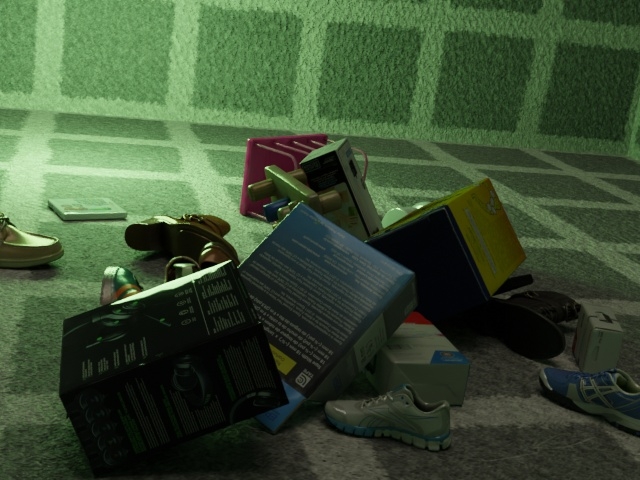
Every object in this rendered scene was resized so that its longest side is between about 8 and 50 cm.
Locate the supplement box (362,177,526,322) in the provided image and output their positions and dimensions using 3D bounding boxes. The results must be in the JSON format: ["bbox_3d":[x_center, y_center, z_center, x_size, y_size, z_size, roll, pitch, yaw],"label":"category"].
[{"bbox_3d":[0.252,0.021,1.913,0.194,0.195,0.356,-24,1,26],"label":"supplement box"}]

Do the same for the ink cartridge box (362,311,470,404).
[{"bbox_3d":[0.140,0.191,1.602,0.134,0.078,0.231,3,16,-16],"label":"ink cartridge box"}]

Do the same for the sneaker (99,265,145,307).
[{"bbox_3d":[-0.305,0.135,1.577,0.121,0.108,0.302,4,24,-12],"label":"sneaker"}]

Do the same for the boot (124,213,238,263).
[{"bbox_3d":[-0.256,0.002,2.092,0.284,0.109,0.220,7,10,28],"label":"boot"}]

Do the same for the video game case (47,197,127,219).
[{"bbox_3d":[-0.572,-0.078,2.350,0.157,0.019,0.143,-3,18,-31],"label":"video game case"}]

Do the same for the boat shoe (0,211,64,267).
[{"bbox_3d":[-0.669,-0.011,1.927,0.302,0.098,0.109,7,16,-1],"label":"boat shoe"}]

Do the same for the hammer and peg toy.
[{"bbox_3d":[-0.015,0.003,1.865,0.127,0.265,0.361,-19,23,-17],"label":"hammer and peg toy"}]

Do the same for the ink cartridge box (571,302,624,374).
[{"bbox_3d":[0.504,0.183,1.748,0.056,0.099,0.135,9,17,3],"label":"ink cartridge box"}]

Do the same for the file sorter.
[{"bbox_3d":[-0.038,-0.157,2.528,0.182,0.202,0.291,22,21,38],"label":"file sorter"}]

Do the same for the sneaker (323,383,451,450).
[{"bbox_3d":[0.100,0.243,1.397,0.191,0.082,0.071,8,17,8],"label":"sneaker"}]

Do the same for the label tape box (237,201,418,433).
[{"bbox_3d":[-0.042,0.131,1.508,0.241,0.106,0.333,33,67,26],"label":"label tape box"}]

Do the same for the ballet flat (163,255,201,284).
[{"bbox_3d":[-0.238,0.104,1.694,0.108,0.106,0.316,1,17,-17],"label":"ballet flat"}]

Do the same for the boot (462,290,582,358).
[{"bbox_3d":[0.433,0.145,1.868,0.229,0.091,0.263,-5,18,-35],"label":"boot"}]

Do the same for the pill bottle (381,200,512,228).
[{"bbox_3d":[0.292,-0.013,2.233,0.283,0.161,0.161,-3,19,-32],"label":"pill bottle"}]

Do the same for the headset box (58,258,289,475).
[{"bbox_3d":[-0.213,0.165,1.296,0.283,0.131,0.246,-20,21,-8],"label":"headset box"}]

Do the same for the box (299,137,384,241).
[{"bbox_3d":[0.061,-0.063,2.074,0.087,0.289,0.169,-20,9,14],"label":"box"}]

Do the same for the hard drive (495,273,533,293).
[{"bbox_3d":[0.360,0.101,1.979,0.135,0.022,0.094,-22,-11,37],"label":"hard drive"}]

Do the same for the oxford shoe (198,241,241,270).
[{"bbox_3d":[-0.138,0.093,1.743,0.212,0.076,0.076,36,22,-9],"label":"oxford shoe"}]

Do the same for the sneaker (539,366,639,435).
[{"bbox_3d":[0.457,0.241,1.560,0.211,0.081,0.080,17,20,36],"label":"sneaker"}]
